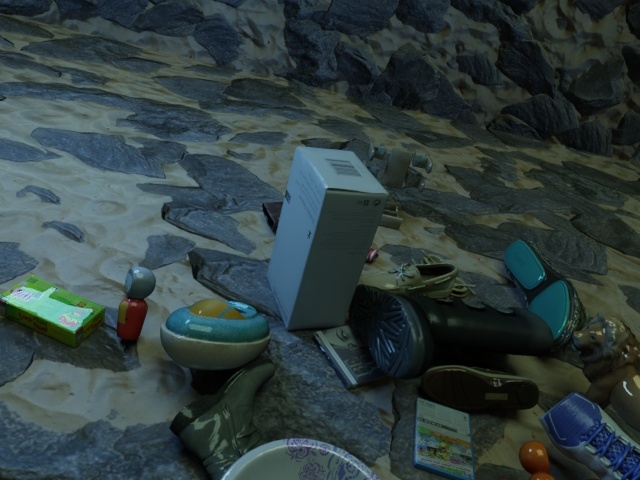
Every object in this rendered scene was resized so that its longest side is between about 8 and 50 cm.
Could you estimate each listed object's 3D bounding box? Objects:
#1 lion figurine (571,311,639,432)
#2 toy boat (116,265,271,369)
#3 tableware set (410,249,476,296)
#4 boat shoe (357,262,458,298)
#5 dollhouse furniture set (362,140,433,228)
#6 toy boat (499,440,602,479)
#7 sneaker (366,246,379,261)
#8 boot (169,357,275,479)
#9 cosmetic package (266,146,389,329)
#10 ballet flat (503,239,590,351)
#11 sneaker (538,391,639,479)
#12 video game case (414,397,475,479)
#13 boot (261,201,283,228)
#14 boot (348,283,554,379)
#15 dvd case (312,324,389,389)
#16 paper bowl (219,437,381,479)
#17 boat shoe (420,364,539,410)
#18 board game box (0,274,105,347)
[{"bbox_3d":[0.681,0.360,1.098,0.142,0.240,0.392,1,36,-24],"label":"lion figurine"},{"bbox_3d":[-0.261,0.152,1.016,0.318,0.148,0.267,12,0,13],"label":"toy boat"},{"bbox_3d":[0.379,0.097,1.554,0.128,0.039,0.194,-2,36,-28],"label":"tableware set"},{"bbox_3d":[0.237,0.105,1.410,0.302,0.098,0.109,-1,36,-17],"label":"boat shoe"},{"bbox_3d":[0.245,-0.188,1.742,0.212,0.242,0.161,12,32,-8],"label":"dollhouse furniture set"},{"bbox_3d":[0.398,0.436,0.912,0.231,0.151,0.151,11,52,-12],"label":"toy boat"},{"bbox_3d":[0.147,0.023,1.558,0.067,0.042,0.118,15,39,4],"label":"sneaker"},{"bbox_3d":[-0.136,0.333,0.932,0.161,0.083,0.246,43,39,17],"label":"boot"},{"bbox_3d":[0.000,0.000,1.202,0.156,0.385,0.217,2,32,-24],"label":"cosmetic package"},{"bbox_3d":[0.682,0.167,1.503,0.182,0.164,0.482,32,27,-14],"label":"ballet flat"},{"bbox_3d":[0.573,0.415,0.928,0.127,0.182,0.315,-36,74,-12],"label":"sneaker"},{"bbox_3d":[0.250,0.403,1.042,0.119,0.015,0.166,18,31,1],"label":"video game case"},{"bbox_3d":[-0.084,-0.115,1.616,0.207,0.090,0.248,4,38,-24],"label":"boot"},{"bbox_3d":[0.326,0.217,1.156,0.445,0.146,0.367,13,11,-15],"label":"boot"},{"bbox_3d":[0.112,0.257,1.201,0.221,0.018,0.164,-6,39,-32],"label":"dvd case"},{"bbox_3d":[-0.031,0.443,0.721,0.284,0.148,0.284,13,32,-8],"label":"paper bowl"},{"bbox_3d":[0.348,0.330,1.154,0.258,0.095,0.095,11,1,-1],"label":"boat shoe"},{"bbox_3d":[-0.547,0.142,1.044,0.181,0.043,0.092,21,32,8],"label":"board game box"}]
